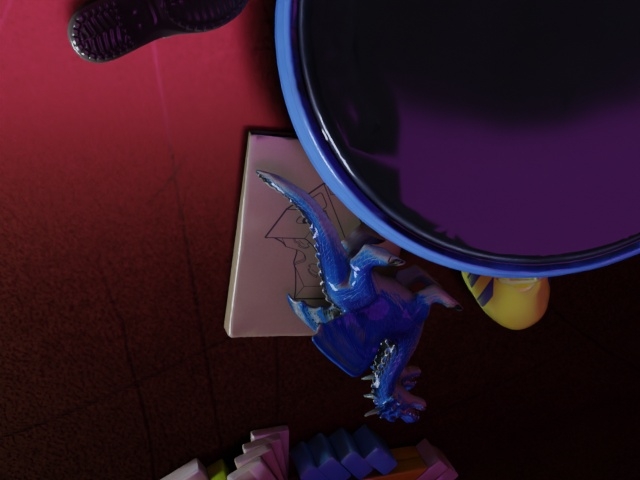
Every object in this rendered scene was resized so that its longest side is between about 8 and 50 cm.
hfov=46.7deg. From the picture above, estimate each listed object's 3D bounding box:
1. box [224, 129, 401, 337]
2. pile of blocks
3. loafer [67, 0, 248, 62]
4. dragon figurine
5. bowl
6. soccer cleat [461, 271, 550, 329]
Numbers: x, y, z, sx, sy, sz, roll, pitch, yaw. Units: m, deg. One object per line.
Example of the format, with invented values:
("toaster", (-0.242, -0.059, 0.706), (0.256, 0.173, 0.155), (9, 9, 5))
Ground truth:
("box", (0.000, 0.000, 0.698), (0.164, 0.021, 0.201), (1, 115, -20))
("pile of blocks", (-0.009, 0.283, 0.781), (0.362, 0.113, 0.149), (-9, 118, -16))
("loafer", (-0.122, -0.177, 0.552), (0.148, 0.050, 0.056), (-25, 126, -25))
("dragon figurine", (0.027, 0.066, 0.677), (0.289, 0.085, 0.144), (36, 99, -32))
("bowl", (0.157, -0.157, 0.548), (0.390, 0.077, 0.391), (1, 101, 5))
("soccer cleat", (0.187, -0.024, 0.693), (0.093, 0.121, 0.289), (-15, 119, -11))
